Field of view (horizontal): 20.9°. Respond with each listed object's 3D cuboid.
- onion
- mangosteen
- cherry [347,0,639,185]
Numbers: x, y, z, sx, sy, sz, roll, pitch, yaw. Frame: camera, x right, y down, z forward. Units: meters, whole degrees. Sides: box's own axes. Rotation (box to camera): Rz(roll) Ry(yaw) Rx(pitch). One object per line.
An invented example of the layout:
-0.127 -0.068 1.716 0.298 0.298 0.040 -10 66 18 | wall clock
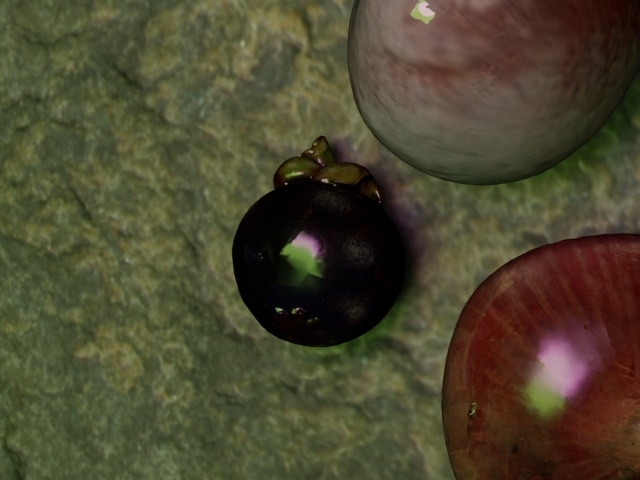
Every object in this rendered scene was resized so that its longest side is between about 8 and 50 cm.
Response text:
0.283 0.166 1.659 0.353 0.353 0.354 3 97 27 | onion
0.000 0.000 1.852 0.194 0.194 0.230 -9 56 28 | mangosteen
0.155 -0.197 1.671 0.291 0.335 0.326 37 135 3 | cherry
